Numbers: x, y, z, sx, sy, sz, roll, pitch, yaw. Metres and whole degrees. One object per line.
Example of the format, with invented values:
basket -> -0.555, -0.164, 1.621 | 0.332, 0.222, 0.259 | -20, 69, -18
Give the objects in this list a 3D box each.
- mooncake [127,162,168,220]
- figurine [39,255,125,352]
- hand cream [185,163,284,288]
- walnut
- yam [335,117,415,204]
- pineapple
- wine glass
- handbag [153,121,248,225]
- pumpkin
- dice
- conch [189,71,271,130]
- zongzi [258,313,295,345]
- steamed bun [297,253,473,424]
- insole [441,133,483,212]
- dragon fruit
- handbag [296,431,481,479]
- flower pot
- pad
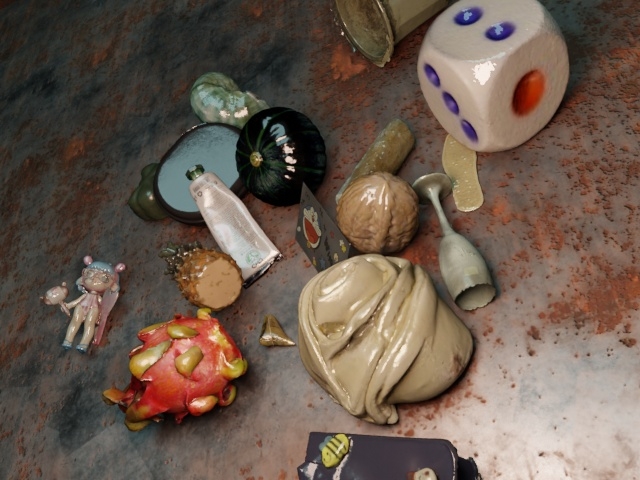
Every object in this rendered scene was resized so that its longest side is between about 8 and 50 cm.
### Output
mooncake -> -0.468, -0.143, 1.963 | 0.168, 0.104, 0.175 | -36, 42, 11
figurine -> -0.619, 0.166, 1.803 | 0.205, 0.103, 0.260 | 7, 62, 5
hand cream -> -0.227, -0.048, 1.707 | 0.121, 0.076, 0.336 | -38, 73, 5
walnut -> 0.123, -0.059, 1.460 | 0.178, 0.230, 0.178 | 1, 62, -2
yam -> 0.134, -0.169, 1.639 | 0.093, 0.093, 0.259 | 20, 67, 39
pineapple -> -0.287, 0.076, 1.636 | 0.310, 0.170, 0.141 | 19, 91, 59
wine glass -> 0.246, -0.052, 1.365 | 0.096, 0.264, 0.309 | -19, 49, 6
handbag -> -0.306, -0.180, 1.851 | 0.254, 0.093, 0.308 | 32, 75, 18
pumpkin -> -0.077, -0.209, 1.727 | 0.248, 0.248, 0.248 | -16, 50, 20
dice -> 0.378, -0.373, 1.533 | 0.243, 0.259, 0.251 | -36, 45, -7
conch -> -0.273, -0.389, 1.991 | 0.277, 0.220, 0.195 | -9, 75, 53
zongzi -> -0.091, 0.198, 1.530 | 0.083, 0.040, 0.076 | -3, 48, 14
steamed bun -> 0.091, 0.164, 1.320 | 0.310, 0.219, 0.324 | -35, 47, 3
insole -> 0.322, -0.162, 1.577 | 0.081, 0.011, 0.247 | -18, 50, 17
dragon fruit -> -0.307, 0.286, 1.482 | 0.307, 0.243, 0.227 | -50, 60, 42
handbag -> 0.083, 0.482, 1.158 | 0.329, 0.122, 0.303 | -4, 55, 29
flower pot -> 0.192, -0.659, 1.879 | 0.259, 0.290, 0.290 | -35, 45, -12
pad -> 0.000, 0.000, 1.554 | 0.006, 0.170, 0.245 | -9, 41, -24
